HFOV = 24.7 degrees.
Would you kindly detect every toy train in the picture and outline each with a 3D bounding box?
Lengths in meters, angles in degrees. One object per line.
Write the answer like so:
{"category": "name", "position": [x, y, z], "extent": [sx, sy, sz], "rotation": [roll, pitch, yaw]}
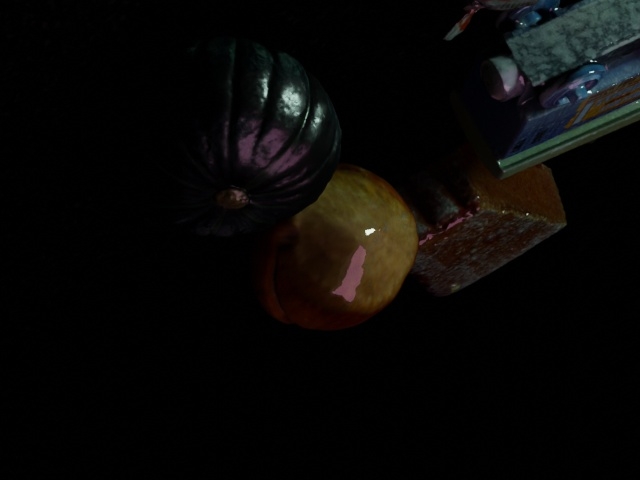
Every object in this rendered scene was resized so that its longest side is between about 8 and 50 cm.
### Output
{"category": "toy train", "position": [0.278, -0.191, 1.467], "extent": [0.300, 0.131, 0.202], "rotation": [-23, 163, -18]}

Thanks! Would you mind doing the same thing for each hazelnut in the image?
{"category": "hazelnut", "position": [0.000, 0.000, 1.468], "extent": [0.182, 0.182, 0.182], "rotation": [-26, 156, -12]}

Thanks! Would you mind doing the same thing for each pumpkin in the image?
{"category": "pumpkin", "position": [-0.079, -0.083, 1.207], "extent": [0.194, 0.150, 0.194], "rotation": [-21, 144, -16]}

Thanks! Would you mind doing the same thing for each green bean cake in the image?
{"category": "green bean cake", "position": [0.170, -0.034, 1.670], "extent": [0.199, 0.097, 0.233], "rotation": [-34, 156, 11]}

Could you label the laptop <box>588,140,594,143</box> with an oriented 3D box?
{"category": "laptop", "position": [0.297, -0.158, 1.681], "extent": [0.197, 0.016, 0.135], "rotation": [-5, 144, -46]}

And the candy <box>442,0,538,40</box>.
{"category": "candy", "position": [0.181, -0.271, 1.261], "extent": [0.086, 0.059, 0.292], "rotation": [-15, 151, -31]}
